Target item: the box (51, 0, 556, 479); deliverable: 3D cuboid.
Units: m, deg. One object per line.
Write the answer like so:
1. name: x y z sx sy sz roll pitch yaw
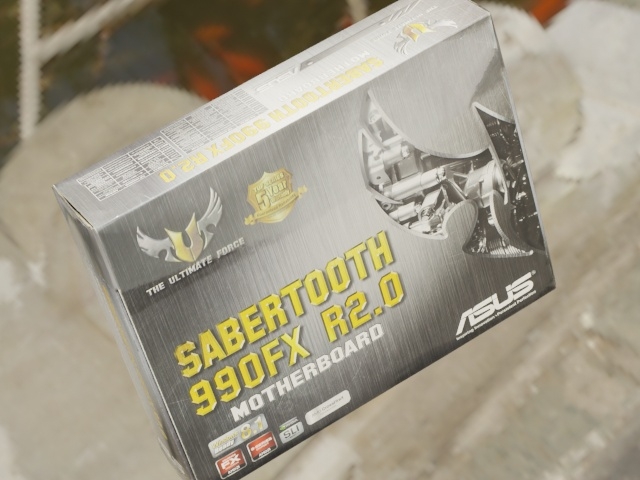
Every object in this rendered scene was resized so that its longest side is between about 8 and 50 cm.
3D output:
1. box: 0.000 0.000 0.989 0.231 0.183 0.056 -29 38 -17
